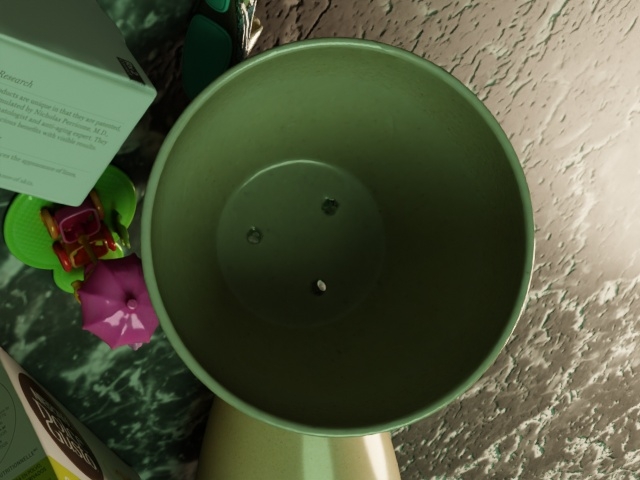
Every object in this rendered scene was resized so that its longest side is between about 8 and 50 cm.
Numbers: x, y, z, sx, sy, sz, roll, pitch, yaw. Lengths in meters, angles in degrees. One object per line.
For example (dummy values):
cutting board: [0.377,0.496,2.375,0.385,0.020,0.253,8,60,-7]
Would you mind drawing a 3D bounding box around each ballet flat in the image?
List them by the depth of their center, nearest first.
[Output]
ballet flat: [-0.073,-0.197,1.258,0.070,0.070,0.188,-11,140,-27]

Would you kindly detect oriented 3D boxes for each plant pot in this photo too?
plant pot: [-0.028,0.229,1.617,0.256,0.256,0.274,-15,122,-23]

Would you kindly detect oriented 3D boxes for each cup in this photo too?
cup: [0.000,0.000,1.323,0.331,0.331,0.237,-28,-177,-9]

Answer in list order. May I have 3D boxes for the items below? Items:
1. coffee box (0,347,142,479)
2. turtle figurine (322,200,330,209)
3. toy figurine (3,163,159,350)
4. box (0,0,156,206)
coffee box: [-0.324,0.367,1.443,0.338,0.334,0.338,-36,141,-2]
turtle figurine: [0.072,0.017,1.543,0.175,0.118,0.234,-43,127,-18]
toy figurine: [-0.196,0.040,1.336,0.130,0.159,0.173,-23,141,-14]
box: [-0.248,-0.139,1.091,0.182,0.181,0.119,17,119,-44]
